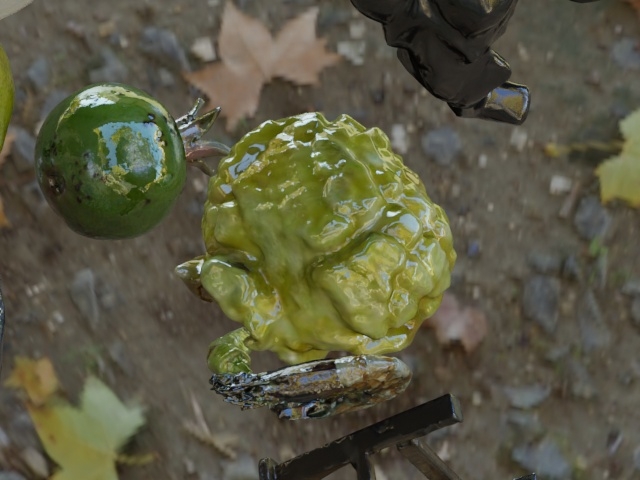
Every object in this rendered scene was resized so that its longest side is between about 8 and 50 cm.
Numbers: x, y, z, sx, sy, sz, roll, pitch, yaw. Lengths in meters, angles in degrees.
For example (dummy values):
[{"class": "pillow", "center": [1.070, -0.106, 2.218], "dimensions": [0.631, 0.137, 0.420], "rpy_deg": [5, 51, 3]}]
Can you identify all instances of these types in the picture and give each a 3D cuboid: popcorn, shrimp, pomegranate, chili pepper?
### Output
[{"class": "popcorn", "center": [0.000, 0.000, 1.646], "dimensions": [0.270, 0.224, 0.258], "rpy_deg": [0, 48, 22]}, {"class": "shrimp", "center": [-0.009, 0.121, 1.314], "dimensions": [0.161, 0.091, 0.034], "rpy_deg": [-2, 55, -18]}, {"class": "pomegranate", "center": [-0.210, -0.096, 1.926], "dimensions": [0.224, 0.181, 0.181], "rpy_deg": [-15, 62, -37]}, {"class": "chili pepper", "center": [-0.094, 0.115, 1.770], "dimensions": [0.049, 0.208, 0.043], "rpy_deg": [-42, 97, 5]}]

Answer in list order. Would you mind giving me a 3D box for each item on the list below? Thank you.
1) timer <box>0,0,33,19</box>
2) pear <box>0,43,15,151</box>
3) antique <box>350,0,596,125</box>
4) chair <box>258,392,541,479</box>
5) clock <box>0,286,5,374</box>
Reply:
[{"class": "timer", "center": [-0.263, -0.263, 1.028], "dimensions": [0.175, 0.175, 0.266], "rpy_deg": [-31, 47, -11]}, {"class": "pear", "center": [-0.387, -0.143, 1.631], "dimensions": [0.198, 0.198, 0.198], "rpy_deg": [-1, 65, 2]}, {"class": "antique", "center": [0.120, -0.245, 1.123], "dimensions": [0.185, 0.255, 0.322], "rpy_deg": [15, 92, 15]}, {"class": "chair", "center": [0.002, 0.336, 1.664], "dimensions": [0.416, 0.240, 0.203], "rpy_deg": [-21, 58, 19]}, {"class": "clock", "center": [-0.295, 0.058, 0.746], "dimensions": [0.312, 0.061, 0.312], "rpy_deg": [3, 27, -2]}]
